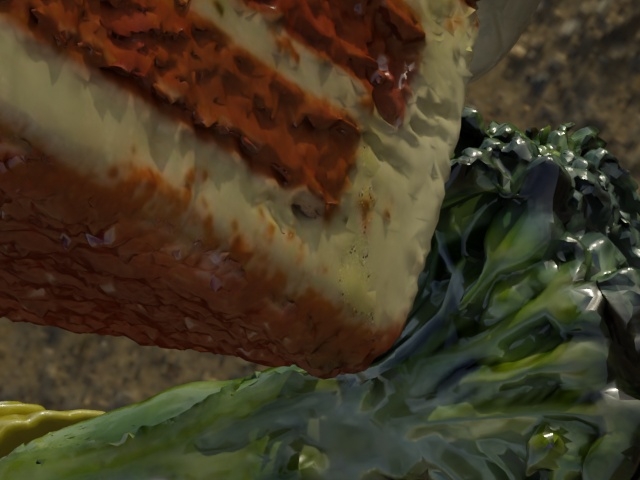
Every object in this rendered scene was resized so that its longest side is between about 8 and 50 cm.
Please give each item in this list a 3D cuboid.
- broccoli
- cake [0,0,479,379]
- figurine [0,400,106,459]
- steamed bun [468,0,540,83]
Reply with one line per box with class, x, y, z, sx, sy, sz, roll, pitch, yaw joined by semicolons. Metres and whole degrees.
broccoli;0.004;0.067;0.577;0.304;0.145;0.165;-22;74;19
cake;-0.034;-0.063;0.386;0.262;0.159;0.158;94;-172;-76
figurine;-0.238;0.138;0.842;0.315;0.168;0.187;21;120;49
steamed bun;0.103;-0.238;1.156;0.228;0.130;0.177;-61;26;15
